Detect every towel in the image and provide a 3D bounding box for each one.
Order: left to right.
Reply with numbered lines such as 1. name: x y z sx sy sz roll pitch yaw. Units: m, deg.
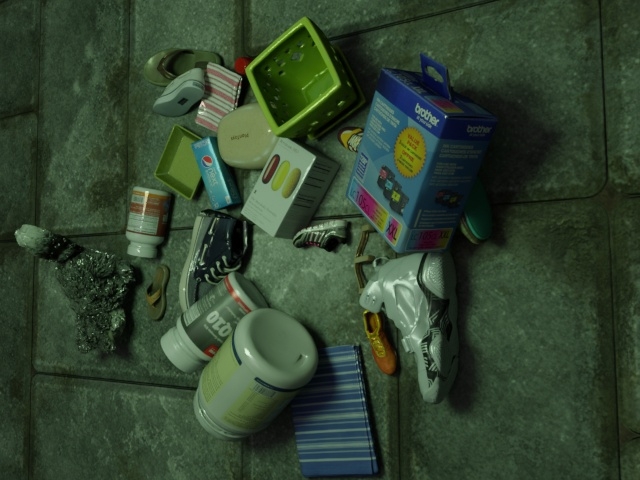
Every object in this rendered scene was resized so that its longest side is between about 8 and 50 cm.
1. towel: -0.310 -0.426 1.876 0.144 0.029 0.197 30 116 29
2. towel: 0.028 0.455 1.640 0.243 0.040 0.336 -15 77 32

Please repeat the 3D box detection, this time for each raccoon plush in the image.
1. raccoon plush: -0.785 0.175 1.925 0.216 0.446 0.299 -14 59 46

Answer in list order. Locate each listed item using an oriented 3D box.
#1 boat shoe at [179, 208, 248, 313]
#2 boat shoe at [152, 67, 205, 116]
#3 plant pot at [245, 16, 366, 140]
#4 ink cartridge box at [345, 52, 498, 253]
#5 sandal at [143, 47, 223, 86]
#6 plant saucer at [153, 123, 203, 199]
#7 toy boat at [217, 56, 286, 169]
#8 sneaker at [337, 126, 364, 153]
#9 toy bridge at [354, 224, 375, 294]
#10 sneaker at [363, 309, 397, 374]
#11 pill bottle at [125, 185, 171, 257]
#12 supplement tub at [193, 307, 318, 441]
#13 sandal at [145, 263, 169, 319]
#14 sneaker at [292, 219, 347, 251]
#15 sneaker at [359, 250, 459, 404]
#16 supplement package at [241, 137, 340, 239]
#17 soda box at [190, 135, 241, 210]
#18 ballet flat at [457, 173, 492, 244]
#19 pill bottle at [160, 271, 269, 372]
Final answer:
1. boat shoe: -0.306 0.079 1.803 0.158 0.127 0.341 6 89 39
2. boat shoe: -0.437 -0.461 1.933 0.258 0.095 0.084 -12 64 43
3. plant pot: -0.025 -0.404 1.625 0.228 0.207 0.227 -32 72 25
4. ink cartridge box: 0.220 -0.207 1.382 0.270 0.151 0.395 52 135 46
5. sandal: -0.448 -0.559 1.955 0.302 0.086 0.120 3 93 29
6. plant saucer: -0.419 -0.245 1.943 0.188 0.045 0.188 32 103 29
7. toy boat: -0.174 -0.362 1.764 0.267 0.148 0.318 2 95 36
8. sneaker: 0.109 -0.252 1.605 0.185 0.084 0.070 30 102 29
9. toy bridge: 0.113 0.050 1.603 0.063 0.026 0.188 -19 64 56
10. sneaker: 0.143 0.256 1.561 0.064 0.067 0.175 -25 76 25
11. pill bottle: -0.551 -0.058 1.966 0.121 0.121 0.216 12 93 31
12. supplement tub: -0.179 0.360 1.629 0.235 0.235 0.325 53 125 23
13. sandal: -0.529 0.164 1.978 0.072 0.049 0.180 12 93 31
14. sneaker: 0.000 0.000 1.664 0.170 0.063 0.075 -18 71 24
15. sneaker: 0.214 0.201 1.487 0.210 0.137 0.366 -4 80 32
16. supplement package: -0.082 -0.141 1.682 0.139 0.134 0.244 35 104 27
17. soda box: -0.307 -0.199 1.828 0.067 0.071 0.210 -19 91 18
18. ballet flat: 0.318 -0.151 1.468 0.123 0.123 0.349 -16 79 29
19. pill bottle: -0.297 0.234 1.733 0.283 0.161 0.161 -41 67 6
